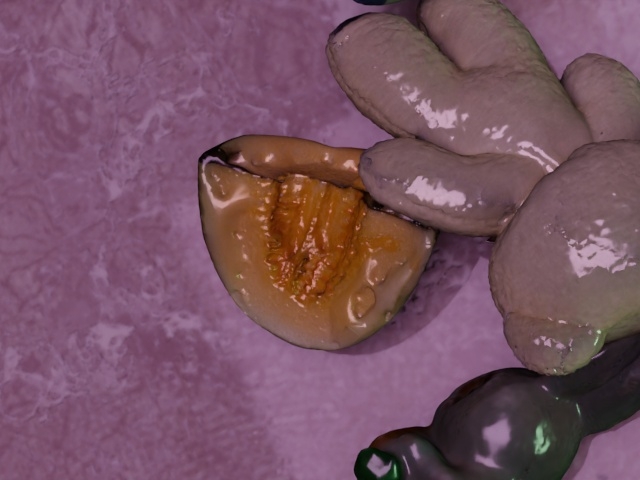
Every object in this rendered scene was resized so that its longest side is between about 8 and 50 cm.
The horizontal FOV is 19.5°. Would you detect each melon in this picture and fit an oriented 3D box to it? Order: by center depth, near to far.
[{"bbox_3d":[0.000,0.000,1.181,0.160,0.079,0.128,18,107,15],"label":"melon"}]

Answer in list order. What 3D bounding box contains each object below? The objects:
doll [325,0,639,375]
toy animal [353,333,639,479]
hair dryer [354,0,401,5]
[{"bbox_3d":[0.126,-0.046,1.125,0.175,0.149,0.278,-39,63,1],"label":"doll"},{"bbox_3d":[0.100,0.141,1.129,0.251,0.127,0.125,-44,64,-8],"label":"toy animal"},{"bbox_3d":[0.058,-0.233,1.200,0.167,0.067,0.199,-22,44,-13],"label":"hair dryer"}]
